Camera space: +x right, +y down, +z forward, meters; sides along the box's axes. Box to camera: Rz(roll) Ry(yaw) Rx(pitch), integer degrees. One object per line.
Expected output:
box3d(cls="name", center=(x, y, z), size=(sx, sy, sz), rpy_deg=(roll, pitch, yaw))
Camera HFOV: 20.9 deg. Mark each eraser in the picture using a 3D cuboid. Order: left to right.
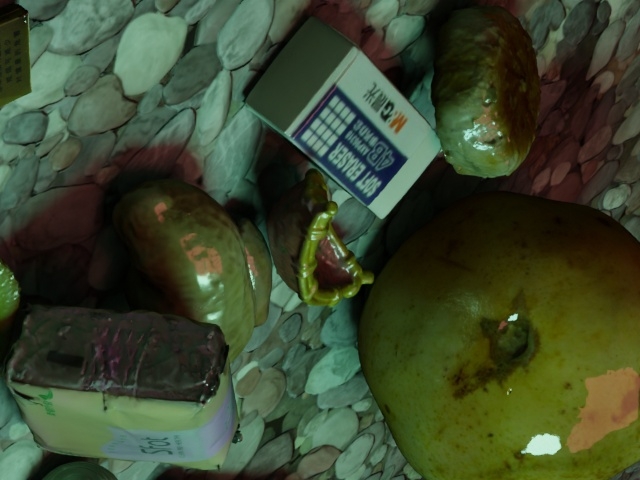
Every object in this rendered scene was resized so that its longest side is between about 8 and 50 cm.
box3d(cls="eraser", center=(0.033, -0.130, 1.906), size=(0.124, 0.081, 0.279), rpy_deg=(-52, 149, 0))

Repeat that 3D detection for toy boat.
box3d(cls="toy boat", center=(-0.006, 0.001, 1.941), size=(0.318, 0.099, 0.141), rpy_deg=(62, 29, -72))

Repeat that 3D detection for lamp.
box3d(cls="lamp", center=(-0.272, 0.323, 1.965), size=(0.106, 0.106, 0.193), rpy_deg=(-36, 155, -25))

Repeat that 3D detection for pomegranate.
box3d(cls="pomegranate", center=(0.256, 0.142, 2.189), size=(0.416, 0.416, 0.416), rpy_deg=(-33, 145, -28))

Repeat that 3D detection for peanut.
box3d(cls="peanut", center=(-0.141, 0.035, 1.804), size=(0.137, 0.122, 0.253), rpy_deg=(-4, 136, 2))
box3d(cls="peanut", center=(-0.088, 0.039, 1.931), size=(0.076, 0.076, 0.152), rpy_deg=(-30, 139, -32))

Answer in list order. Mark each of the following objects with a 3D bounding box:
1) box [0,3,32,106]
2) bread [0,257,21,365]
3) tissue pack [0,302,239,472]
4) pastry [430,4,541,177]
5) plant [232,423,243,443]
box3d(cls="box", center=(-0.310, -0.143, 1.497), size=(0.133, 0.023, 0.090), rpy_deg=(-31, 142, -31))
box3d(cls="bread", center=(-0.382, 0.084, 1.591), size=(0.236, 0.070, 0.236), rpy_deg=(-34, 145, -27))
box3d(cls="tissue pack", center=(-0.194, 0.148, 1.742), size=(0.256, 0.215, 0.123), rpy_deg=(90, 7, -70))
box3d(cls="pastry", center=(0.193, -0.174, 1.997), size=(0.182, 0.093, 0.192), rpy_deg=(44, 52, -55))
box3d(cls="plant", center=(-0.126, 0.242, 2.112), size=(0.102, 0.051, 0.051), rpy_deg=(-11, 131, -54))
